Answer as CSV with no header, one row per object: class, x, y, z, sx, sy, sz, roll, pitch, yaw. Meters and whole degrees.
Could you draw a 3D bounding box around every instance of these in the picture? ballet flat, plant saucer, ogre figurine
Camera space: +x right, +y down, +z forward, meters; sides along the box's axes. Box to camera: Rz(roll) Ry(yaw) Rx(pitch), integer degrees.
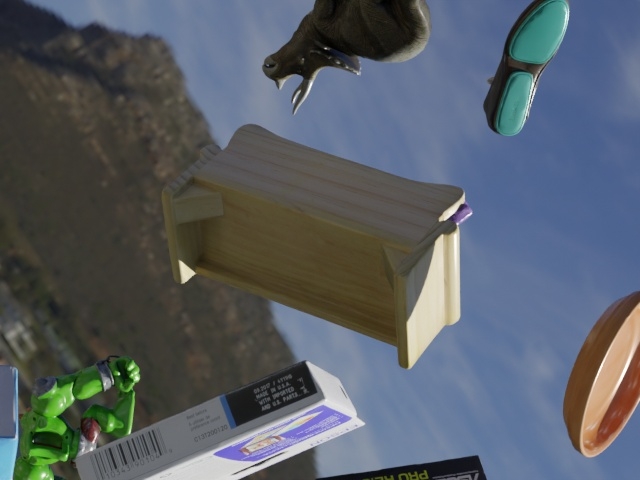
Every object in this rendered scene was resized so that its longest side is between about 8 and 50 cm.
ballet flat,0.255,-0.232,1.876,0.074,0.074,0.203,45,-52,41
plant saucer,0.321,0.141,1.627,0.037,0.200,0.200,24,-29,28
ogre figurine,-0.278,0.219,1.655,0.197,0.118,0.096,-63,-149,32

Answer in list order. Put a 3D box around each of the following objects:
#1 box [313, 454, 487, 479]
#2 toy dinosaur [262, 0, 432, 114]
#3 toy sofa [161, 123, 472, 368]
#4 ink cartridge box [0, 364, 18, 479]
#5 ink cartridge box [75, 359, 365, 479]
box,0.069,0.366,1.832,0.270,0.216,0.060,112,-32,-51
toy dinosaur,0.061,-0.258,1.662,0.314,0.121,0.160,-6,-60,44
toy sofa,0.000,0.000,1.800,0.363,0.177,0.150,19,-46,26
ink cartridge box,-0.239,0.155,0.873,0.060,0.104,0.180,-106,-155,-47
ink cartridge box,-0.076,0.169,1.249,0.208,0.206,0.045,51,15,-73
